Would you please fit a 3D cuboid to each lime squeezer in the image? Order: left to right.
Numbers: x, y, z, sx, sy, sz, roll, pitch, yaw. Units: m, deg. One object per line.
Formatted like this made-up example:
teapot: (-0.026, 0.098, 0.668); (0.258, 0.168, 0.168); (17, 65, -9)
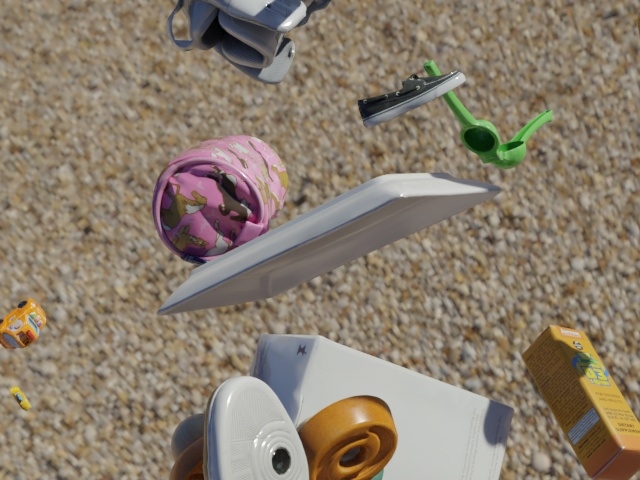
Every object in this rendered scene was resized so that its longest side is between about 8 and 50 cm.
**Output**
lime squeezer: (0.242, -0.160, 1.695); (0.058, 0.310, 0.110); (15, 92, 43)

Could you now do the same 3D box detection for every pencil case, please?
pencil case: (-0.139, -0.068, 1.806); (0.160, 0.167, 0.386); (-8, 10, 4)

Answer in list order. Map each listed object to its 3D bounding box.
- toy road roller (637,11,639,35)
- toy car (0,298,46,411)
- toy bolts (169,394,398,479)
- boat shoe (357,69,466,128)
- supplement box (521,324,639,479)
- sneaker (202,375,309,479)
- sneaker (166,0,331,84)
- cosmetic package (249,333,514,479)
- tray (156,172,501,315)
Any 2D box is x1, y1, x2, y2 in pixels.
toy road roller: (0.435, -0.107, 1.025); (0.202, 0.330, 0.240); (-23, 7, -2)
toy car: (-0.309, 0.125, 1.308); (0.060, 0.122, 0.040); (-24, 34, -25)
toy bolts: (-0.011, 0.198, 1.150); (0.218, 0.228, 0.158); (-50, 46, 15)
boat shoe: (0.114, -0.187, 1.549); (0.142, 0.040, 0.049); (-24, 6, 6)
supplement box: (0.381, 0.232, 1.756); (0.080, 0.078, 0.233); (-56, 41, 29)
sneaker: (-0.065, 0.201, 0.837); (0.121, 0.217, 0.079); (-9, 9, 43)
sneaker: (0.004, -0.281, 1.333); (0.365, 0.137, 0.210); (4, 68, -6)
cosmetic package: (0.075, 0.285, 1.743); (0.156, 0.385, 0.217); (-3, 67, 56)
tray: (0.000, 0.000, 0.978); (0.270, 0.145, 0.030); (-26, 77, 38)
